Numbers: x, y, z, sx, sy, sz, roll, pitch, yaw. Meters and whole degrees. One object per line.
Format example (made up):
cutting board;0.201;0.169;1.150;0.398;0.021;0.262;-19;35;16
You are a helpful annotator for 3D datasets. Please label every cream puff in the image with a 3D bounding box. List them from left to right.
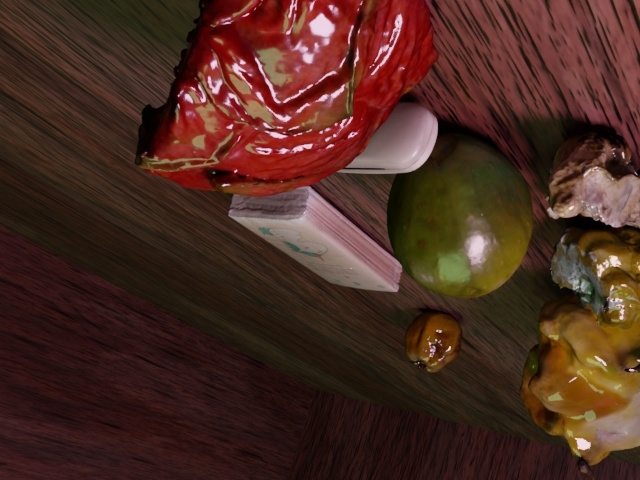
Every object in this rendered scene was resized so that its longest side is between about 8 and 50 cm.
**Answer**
cream puff;0.392;0.037;1.027;0.156;0.156;0.121;16;120;8

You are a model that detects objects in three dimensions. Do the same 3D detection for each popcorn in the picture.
popcorn;0.449;0.188;1.219;0.297;0.280;0.316;34;118;-27

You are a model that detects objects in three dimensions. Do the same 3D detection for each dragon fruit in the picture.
dragon fruit;-0.054;-0.191;0.691;0.240;0.302;0.330;44;158;13

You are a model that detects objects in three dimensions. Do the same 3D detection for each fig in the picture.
fig;0.163;-0.036;0.918;0.181;0.181;0.191;5;133;38

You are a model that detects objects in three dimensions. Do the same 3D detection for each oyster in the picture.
oyster;0.318;-0.052;0.855;0.162;0.107;0.233;16;180;38

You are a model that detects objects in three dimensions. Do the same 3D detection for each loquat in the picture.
loquat;0.249;0.223;1.691;0.137;0.137;0.113;6;159;36

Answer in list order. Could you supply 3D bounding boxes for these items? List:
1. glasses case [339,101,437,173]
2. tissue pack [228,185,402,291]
glasses case;0.052;-0.121;0.910;0.051;0.081;0.204;27;168;-40
tissue pack;0.000;0.000;1.366;0.170;0.071;0.325;2;158;37
